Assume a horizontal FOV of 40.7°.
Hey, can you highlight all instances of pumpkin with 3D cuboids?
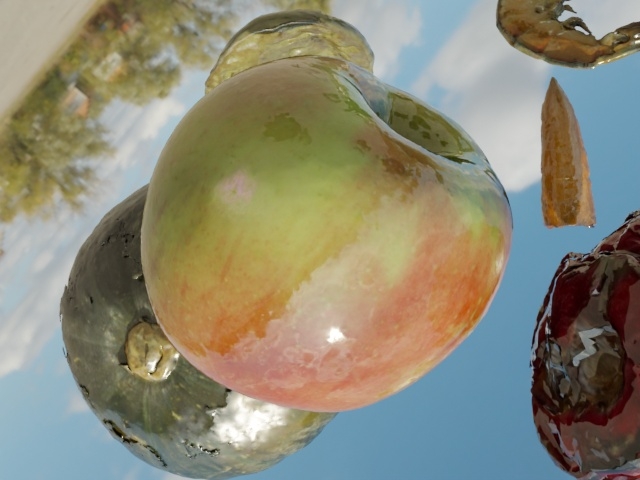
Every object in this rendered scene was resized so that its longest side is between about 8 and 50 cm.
[{"bbox_3d":[-0.156,0.119,1.234,0.454,0.454,0.344,-38,166,28],"label":"pumpkin"}]

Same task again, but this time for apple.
[{"bbox_3d":[0.000,0.000,0.767,0.277,0.319,0.319,-56,-164,23],"label":"apple"}]

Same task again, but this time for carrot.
[{"bbox_3d":[0.318,-0.114,1.144,0.072,0.205,0.072,-10,-174,1],"label":"carrot"}]

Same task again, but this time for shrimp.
[{"bbox_3d":[0.244,-0.216,0.709,0.195,0.035,0.148,-45,-130,0],"label":"shrimp"}]

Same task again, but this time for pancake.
[{"bbox_3d":[-0.044,-0.223,1.139,0.242,0.242,0.050,-33,-123,39],"label":"pancake"}]

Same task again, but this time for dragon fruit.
[{"bbox_3d":[0.333,0.111,0.719,0.329,0.329,0.329,-42,-159,20],"label":"dragon fruit"}]
